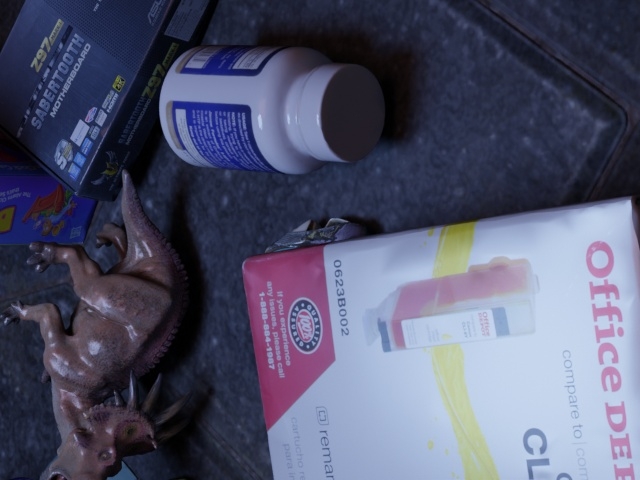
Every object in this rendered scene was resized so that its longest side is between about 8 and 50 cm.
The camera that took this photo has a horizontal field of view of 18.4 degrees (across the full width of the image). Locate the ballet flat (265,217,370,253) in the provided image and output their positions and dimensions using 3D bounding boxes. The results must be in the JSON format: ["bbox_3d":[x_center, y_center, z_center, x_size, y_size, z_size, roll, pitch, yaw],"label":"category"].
[{"bbox_3d":[0.000,0.000,1.743,0.114,0.041,0.041,-6,86,43],"label":"ballet flat"}]

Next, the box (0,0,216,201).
[{"bbox_3d":[-0.219,-0.181,1.907,0.183,0.059,0.232,40,108,36],"label":"box"}]

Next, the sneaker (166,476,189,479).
[{"bbox_3d":[-0.141,0.369,1.813,0.111,0.121,0.300,-34,68,38],"label":"sneaker"}]

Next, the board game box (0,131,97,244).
[{"bbox_3d":[-0.418,-0.082,1.914,0.233,0.347,0.078,36,115,37],"label":"board game box"}]

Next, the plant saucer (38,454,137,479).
[{"bbox_3d":[-0.241,0.301,1.964,0.195,0.037,0.195,1,92,43],"label":"plant saucer"}]

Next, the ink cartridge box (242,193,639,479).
[{"bbox_3d":[0.144,0.117,1.511,0.385,0.160,0.279,-9,88,42],"label":"ink cartridge box"}]

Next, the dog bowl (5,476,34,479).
[{"bbox_3d":[-0.299,0.368,1.917,0.265,0.104,0.265,33,131,48],"label":"dog bowl"}]

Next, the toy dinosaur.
[{"bbox_3d":[-0.185,0.092,1.861,0.200,0.127,0.295,29,98,31],"label":"toy dinosaur"}]

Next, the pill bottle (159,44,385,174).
[{"bbox_3d":[-0.040,-0.114,1.723,0.187,0.112,0.112,7,95,43],"label":"pill bottle"}]
